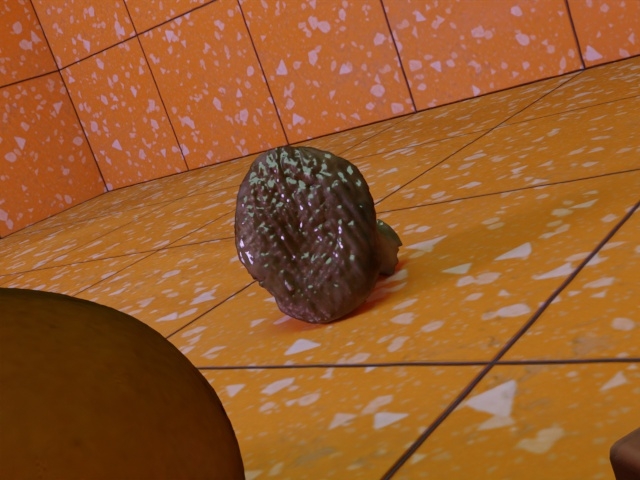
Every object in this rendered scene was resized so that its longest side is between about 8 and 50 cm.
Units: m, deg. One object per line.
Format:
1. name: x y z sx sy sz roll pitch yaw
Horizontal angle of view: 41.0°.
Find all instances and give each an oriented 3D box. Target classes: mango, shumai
1. mango: -0.211 0.145 0.462 0.300 0.232 0.445 -18 5 -24
2. shumai: 0.000 0.000 0.967 0.161 0.210 0.153 -32 -22 8

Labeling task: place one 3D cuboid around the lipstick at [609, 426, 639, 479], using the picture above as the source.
1. lipstick: 0.191 0.120 0.364 0.045 0.045 0.145 -26 15 -16
